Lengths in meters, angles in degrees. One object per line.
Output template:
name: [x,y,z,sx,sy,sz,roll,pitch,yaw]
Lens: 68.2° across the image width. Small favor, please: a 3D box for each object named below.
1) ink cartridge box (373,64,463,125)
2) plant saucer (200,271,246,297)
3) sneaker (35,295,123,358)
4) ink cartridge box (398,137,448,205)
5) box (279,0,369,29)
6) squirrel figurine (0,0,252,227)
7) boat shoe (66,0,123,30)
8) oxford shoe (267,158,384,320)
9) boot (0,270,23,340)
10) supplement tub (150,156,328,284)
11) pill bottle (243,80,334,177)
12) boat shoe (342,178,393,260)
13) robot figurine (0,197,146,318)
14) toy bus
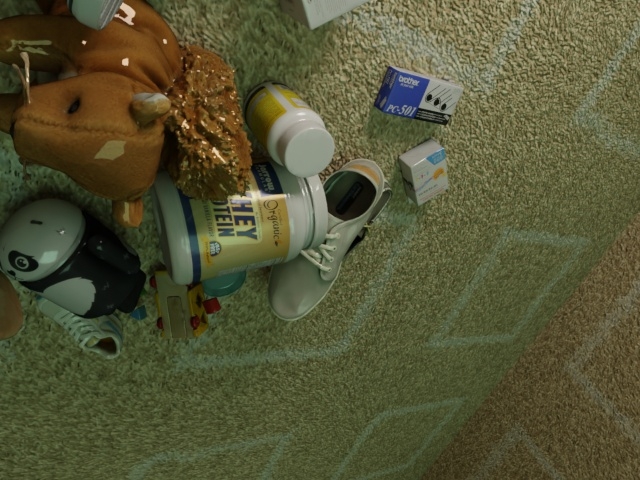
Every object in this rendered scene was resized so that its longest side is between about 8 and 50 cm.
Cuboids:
ink cartridge box: [0.232,-0.336,1.107,0.207,0.046,0.097,1,125,-32]
plant saucer: [-0.246,0.092,1.192,0.119,0.021,0.119,-16,133,-18]
sneaker: [-0.522,0.181,1.047,0.087,0.092,0.229,-35,135,1]
ink cartridge box: [0.282,-0.168,1.269,0.104,0.061,0.181,-30,137,-6]
box: [0.018,-0.455,0.812,0.170,0.130,0.091,-29,135,-7]
squirrel figurine: [-0.257,-0.194,0.689,0.397,0.370,0.281,9,121,-37]
boat shoe: [-0.234,-0.409,0.509,0.119,0.121,0.335,17,98,-22]
oxford shoe: [0.000,0.000,1.136,0.449,0.169,0.130,-57,177,10]
boot: [-0.643,0.121,0.810,0.211,0.295,0.104,-54,168,22]
supplement tub: [-0.166,-0.050,0.972,0.316,0.228,0.228,-12,132,-23]
pill bottle: [-0.062,-0.214,0.910,0.119,0.208,0.119,-17,133,-19]
boat shoe: [0.081,-0.032,1.239,0.305,0.091,0.109,-44,136,8]
robot figurine: [-0.466,0.045,0.905,0.209,0.173,0.278,-38,137,-2]
toy bus: [-0.326,0.130,1.114,0.202,0.191,0.104,-50,178,15]
